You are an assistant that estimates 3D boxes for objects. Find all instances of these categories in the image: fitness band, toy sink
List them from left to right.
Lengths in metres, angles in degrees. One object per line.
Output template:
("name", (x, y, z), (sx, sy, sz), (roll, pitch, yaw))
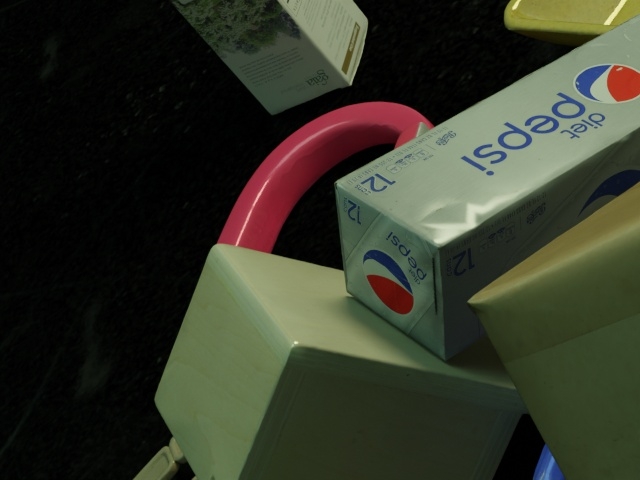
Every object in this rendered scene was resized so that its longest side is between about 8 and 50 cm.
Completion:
("fitness band", (0.000, 0.000, 1.380), (0.209, 0.054, 0.291), (-17, 39, 40))
("toy sink", (0.035, 0.110, 1.102), (0.153, 0.234, 0.131), (48, 120, 57))

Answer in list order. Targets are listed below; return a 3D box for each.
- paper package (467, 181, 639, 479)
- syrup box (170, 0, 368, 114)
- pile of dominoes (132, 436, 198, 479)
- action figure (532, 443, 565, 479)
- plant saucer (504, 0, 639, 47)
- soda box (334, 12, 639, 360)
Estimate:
("paper package", (0.283, 0.002, 0.796), (0.325, 0.168, 0.309), (-29, -1, 34))
("syrup box", (-0.065, -0.232, 1.546), (0.093, 0.237, 0.096), (-19, 40, 34))
("pile of dominoes", (-0.109, 0.242, 1.242), (0.251, 0.040, 0.196), (-47, 31, 9))
("action figure", (0.160, 0.151, 0.969), (0.139, 0.091, 0.280), (-11, 42, 59))
("plant saucer", (0.343, -0.244, 1.255), (0.333, 0.081, 0.332), (-52, 33, -15))
("soda box", (0.149, -0.042, 1.098), (0.286, 0.091, 0.098), (-30, 44, -29))
